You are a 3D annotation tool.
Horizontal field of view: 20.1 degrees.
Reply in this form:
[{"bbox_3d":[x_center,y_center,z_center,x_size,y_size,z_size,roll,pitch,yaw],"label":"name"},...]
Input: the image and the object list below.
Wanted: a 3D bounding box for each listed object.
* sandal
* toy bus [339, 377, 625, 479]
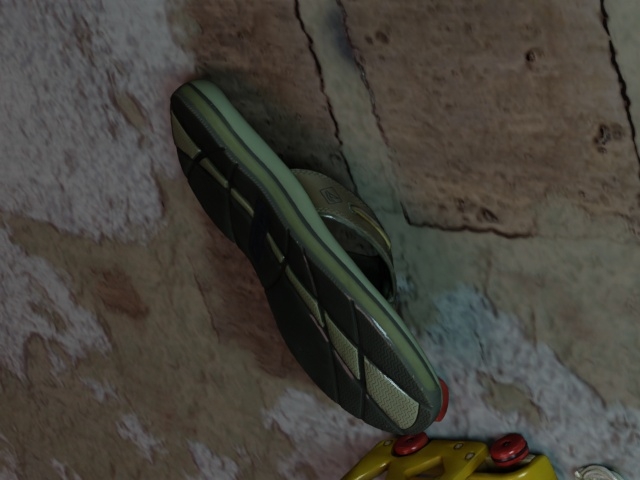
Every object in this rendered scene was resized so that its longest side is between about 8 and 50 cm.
[{"bbox_3d":[0.000,-0.002,1.256,0.303,0.086,0.120,56,152,18],"label":"sandal"},{"bbox_3d":[0.098,0.208,1.305,0.191,0.104,0.202,36,142,19],"label":"toy bus"}]
